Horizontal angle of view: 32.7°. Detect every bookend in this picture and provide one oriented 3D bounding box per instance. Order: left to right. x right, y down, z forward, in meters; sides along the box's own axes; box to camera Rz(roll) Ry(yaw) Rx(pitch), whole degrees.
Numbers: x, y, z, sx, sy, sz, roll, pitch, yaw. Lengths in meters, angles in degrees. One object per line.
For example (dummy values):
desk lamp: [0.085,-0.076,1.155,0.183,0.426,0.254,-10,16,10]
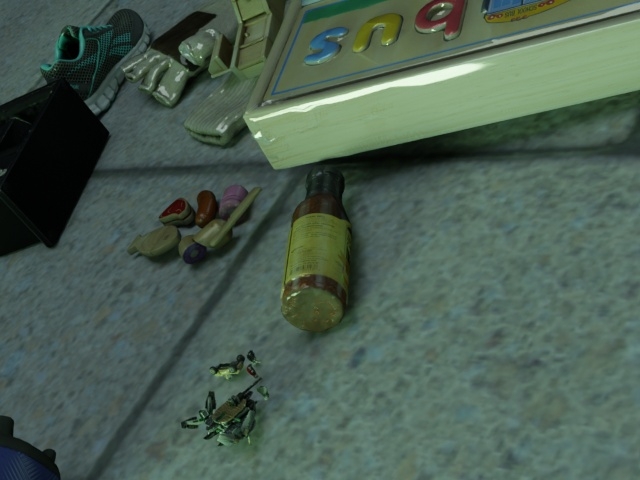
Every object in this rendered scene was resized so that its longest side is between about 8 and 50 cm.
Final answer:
bookend: [-0.293,-0.052,0.989,0.157,0.072,0.156,-17,38,28]

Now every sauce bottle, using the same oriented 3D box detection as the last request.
sauce bottle: [0.000,0.000,0.682,0.042,0.042,0.128,-20,37,23]

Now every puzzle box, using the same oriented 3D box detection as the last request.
puzzle box: [0.161,-0.189,0.733,0.408,0.052,0.272,-11,41,26]

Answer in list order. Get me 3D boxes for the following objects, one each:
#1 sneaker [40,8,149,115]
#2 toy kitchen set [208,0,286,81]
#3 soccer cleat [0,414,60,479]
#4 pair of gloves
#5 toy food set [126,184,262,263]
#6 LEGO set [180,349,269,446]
sneaker: [-0.228,-0.194,1.104,0.065,0.076,0.166,-14,39,29]
toy kitchen set: [-0.079,-0.180,0.887,0.068,0.075,0.083,-17,47,27]
soccer cleat: [-0.283,0.188,0.664,0.289,0.093,0.121,-18,44,27]
pair of gloves: [-0.067,-0.184,0.976,0.204,0.042,0.240,-41,34,-8]
toy food set: [-0.087,-0.012,0.802,0.122,0.019,0.078,2,48,54]
LEGO set: [-0.049,0.097,0.631,0.054,0.023,0.083,-14,26,27]
